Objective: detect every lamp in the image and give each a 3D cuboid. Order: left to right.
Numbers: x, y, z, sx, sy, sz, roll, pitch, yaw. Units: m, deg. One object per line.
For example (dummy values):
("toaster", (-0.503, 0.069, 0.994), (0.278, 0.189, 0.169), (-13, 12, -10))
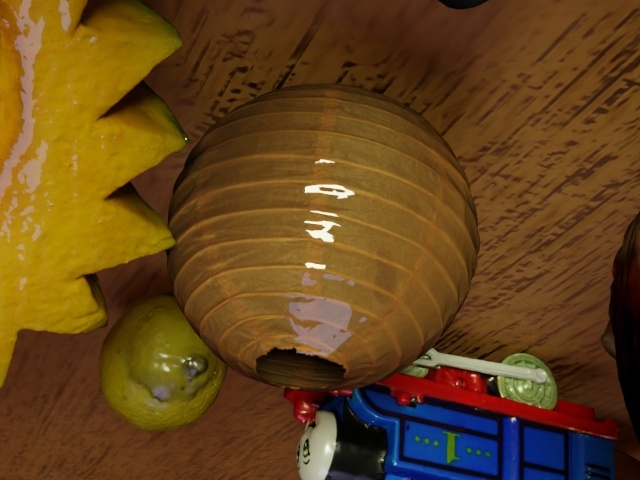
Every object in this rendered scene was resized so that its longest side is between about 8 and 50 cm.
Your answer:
("lamp", (0.000, 0.000, 0.471), (0.136, 0.136, 0.136), (6, 151, 3))

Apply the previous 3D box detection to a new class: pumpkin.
("pumpkin", (-0.136, -0.072, 0.413), (0.130, 0.149, 0.254), (-15, 136, -31))

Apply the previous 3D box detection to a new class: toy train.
("toy train", (0.081, 0.131, 0.685), (0.203, 0.131, 0.083), (15, 151, -14))

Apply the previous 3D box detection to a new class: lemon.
("lemon", (-0.097, 0.078, 0.684), (0.082, 0.082, 0.111), (14, 157, -12))

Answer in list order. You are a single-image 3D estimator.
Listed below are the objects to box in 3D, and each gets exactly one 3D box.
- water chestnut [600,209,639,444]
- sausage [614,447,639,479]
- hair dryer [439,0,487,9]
("water chestnut", (0.233, 0.050, 0.344), (0.299, 0.300, 0.300), (6, 151, 3))
("sausage", (0.118, 0.185, 0.801), (0.259, 0.114, 0.114), (6, 151, 4))
("hair dryer", (0.060, -0.122, 0.272), (0.100, 0.057, 0.197), (26, 160, -32))
